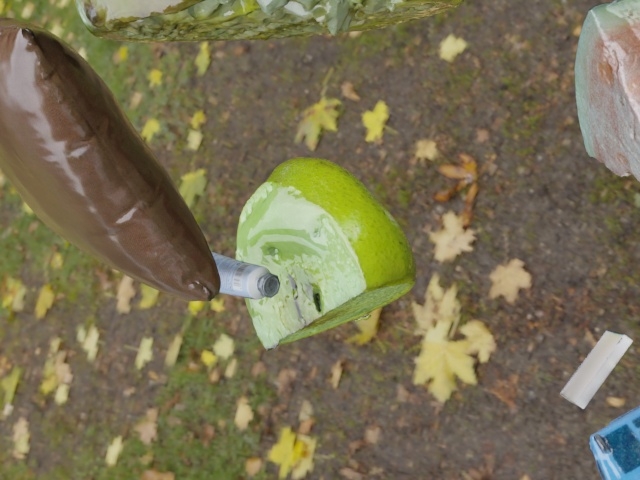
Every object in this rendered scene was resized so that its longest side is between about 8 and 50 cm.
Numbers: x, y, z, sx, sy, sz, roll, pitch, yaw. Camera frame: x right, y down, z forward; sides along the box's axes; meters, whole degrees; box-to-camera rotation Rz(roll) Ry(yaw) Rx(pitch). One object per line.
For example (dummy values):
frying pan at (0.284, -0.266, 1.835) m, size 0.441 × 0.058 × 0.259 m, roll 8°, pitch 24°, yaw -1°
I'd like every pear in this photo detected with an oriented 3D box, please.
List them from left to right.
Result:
pear at (0.000, 0.000, 1.799) m, size 0.342 × 0.239 × 0.318 m, roll -33°, pitch 76°, yaw 46°

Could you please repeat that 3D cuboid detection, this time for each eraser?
eraser at (0.491, 0.228, 1.754) m, size 0.150 × 0.023 × 0.104 m, roll -54°, pitch 1°, yaw -1°

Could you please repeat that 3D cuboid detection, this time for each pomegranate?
pomegranate at (-0.059, -0.258, 0.735) m, size 0.359 × 0.310 × 0.216 m, roll 10°, pitch 109°, yaw 49°

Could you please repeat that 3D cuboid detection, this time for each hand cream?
hand cream at (-0.167, 0.054, 1.671) m, size 0.256 × 0.055 × 0.088 m, roll 11°, pitch 70°, yaw 44°

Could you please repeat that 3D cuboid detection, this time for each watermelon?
watermelon at (0.352, -0.131, 0.947) m, size 0.207 × 0.136 × 0.202 m, roll -6°, pitch 85°, yaw 20°

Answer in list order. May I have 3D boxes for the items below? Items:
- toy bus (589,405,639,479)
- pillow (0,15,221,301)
toy bus at (0.358, 0.183, 0.863) m, size 0.234 × 0.116 × 0.133 m, roll -30°, pitch 48°, yaw 6°
pillow at (-0.248, -0.093, 0.933) m, size 0.108 × 0.305 × 0.308 m, roll -44°, pitch 38°, yaw -19°
